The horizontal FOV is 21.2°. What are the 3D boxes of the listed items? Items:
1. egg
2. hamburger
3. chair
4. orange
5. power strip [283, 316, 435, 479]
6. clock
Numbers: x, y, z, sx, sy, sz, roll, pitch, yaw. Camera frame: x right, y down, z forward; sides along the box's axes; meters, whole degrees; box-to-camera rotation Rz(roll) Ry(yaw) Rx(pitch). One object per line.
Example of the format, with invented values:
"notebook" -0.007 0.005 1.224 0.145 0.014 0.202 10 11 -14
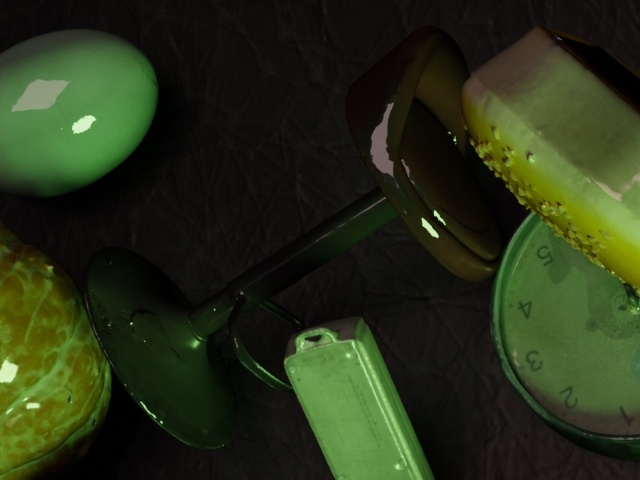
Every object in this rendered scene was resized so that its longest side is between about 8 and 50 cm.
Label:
"egg" -0.281 -0.137 1.826 0.231 0.168 0.168 -25 62 11
"hamburger" 0.244 -0.055 1.427 0.151 0.227 0.295 -51 56 17
"chair" 0.000 0.000 1.578 0.401 0.226 0.226 -34 60 18
"orange" -0.364 0.115 1.683 0.329 0.329 0.249 11 61 30
"power strip" 0.044 0.182 1.513 0.078 0.272 0.052 -17 22 16
"clock" 0.286 0.058 1.531 0.281 0.055 0.280 -10 67 24
